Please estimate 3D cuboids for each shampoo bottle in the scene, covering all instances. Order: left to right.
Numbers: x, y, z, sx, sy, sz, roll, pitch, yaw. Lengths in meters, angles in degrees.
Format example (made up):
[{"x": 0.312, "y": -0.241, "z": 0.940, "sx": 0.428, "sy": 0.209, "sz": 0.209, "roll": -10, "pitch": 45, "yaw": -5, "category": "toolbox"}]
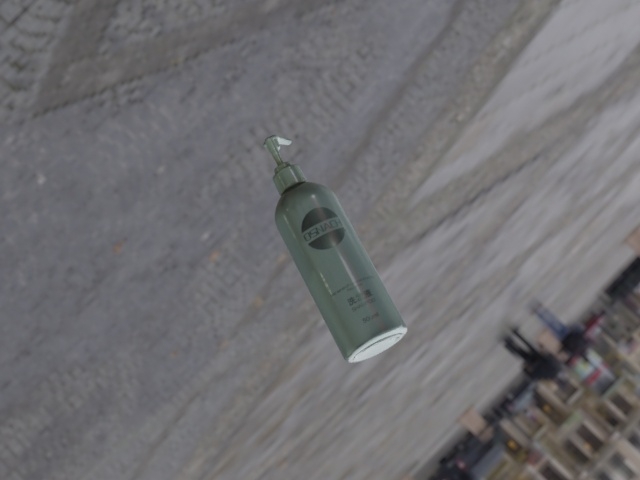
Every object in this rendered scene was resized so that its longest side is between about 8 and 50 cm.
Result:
[{"x": 0.000, "y": 0.000, "z": 1.045, "sx": 0.056, "sy": 0.195, "sz": 0.056, "roll": -26, "pitch": 163, "yaw": -9, "category": "shampoo bottle"}]
